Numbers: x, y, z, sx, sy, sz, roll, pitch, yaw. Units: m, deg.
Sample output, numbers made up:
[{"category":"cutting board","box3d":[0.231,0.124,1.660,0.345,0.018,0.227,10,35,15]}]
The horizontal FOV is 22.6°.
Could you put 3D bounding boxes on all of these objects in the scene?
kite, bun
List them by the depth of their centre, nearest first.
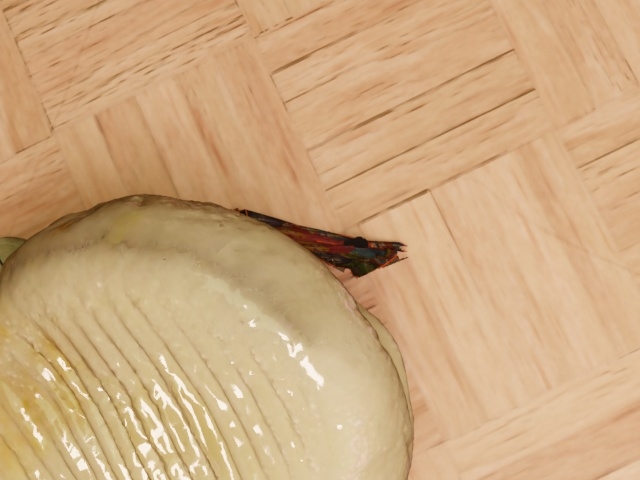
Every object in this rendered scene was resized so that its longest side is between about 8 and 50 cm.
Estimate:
[{"category":"bun","box3d":[-0.087,0.126,1.224,0.365,0.219,0.365,8,112,20]},{"category":"kite","box3d":[0.000,0.000,1.302,0.183,0.241,0.014,6,101,-25]}]

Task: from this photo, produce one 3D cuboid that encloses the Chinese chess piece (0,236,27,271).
[{"category":"Chinese chess piece","box3d":[-0.273,0.038,1.398,0.084,0.034,0.084,-3,76,11]}]
